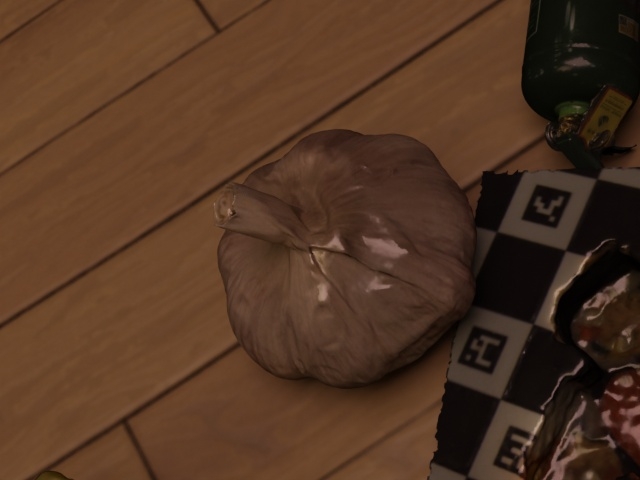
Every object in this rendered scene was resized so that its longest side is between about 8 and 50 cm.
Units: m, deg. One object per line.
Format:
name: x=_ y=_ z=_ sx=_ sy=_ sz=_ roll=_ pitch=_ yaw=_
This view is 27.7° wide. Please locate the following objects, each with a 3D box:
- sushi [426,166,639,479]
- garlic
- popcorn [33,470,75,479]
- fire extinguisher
sushi: x=0.247 y=0.108 z=0.933 sx=0.320 sy=0.069 sz=0.339 roll=-2 pitch=65 yaw=33
garlic: x=0.000 y=0.000 z=0.975 sx=0.218 sy=0.212 sz=0.219 roll=-11 pitch=67 yaw=26
popcorn: x=-0.209 y=0.314 z=0.869 sx=0.325 sy=0.290 sz=0.321 roll=-4 pitch=81 yaw=41
fire extinguisher: x=0.224 y=-0.189 z=1.061 sx=0.095 sy=0.114 sz=0.311 roll=-21 pitch=51 yaw=53
